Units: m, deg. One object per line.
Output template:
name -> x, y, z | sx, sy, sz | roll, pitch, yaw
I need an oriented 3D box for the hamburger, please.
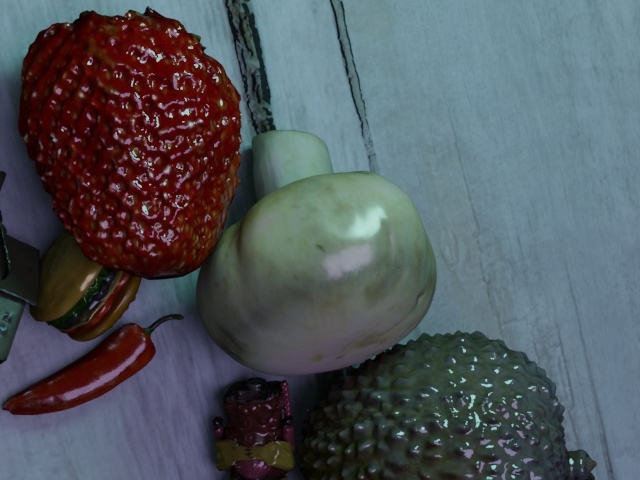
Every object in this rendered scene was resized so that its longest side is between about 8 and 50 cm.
hamburger -> -0.309, 0.055, 1.627 | 0.115, 0.162, 0.162 | 39, 75, -28

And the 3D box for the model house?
model house -> -0.443, 0.011, 1.536 | 0.211, 0.204, 0.243 | 28, 63, -29

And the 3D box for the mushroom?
mushroom -> 0.012, 0.024, 1.707 | 0.353, 0.325, 0.353 | -3, 94, -44

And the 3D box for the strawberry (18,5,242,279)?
strawberry -> -0.217, -0.116, 1.578 | 0.312, 0.267, 0.351 | 9, 59, -43

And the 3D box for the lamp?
lamp -> -0.089, 0.328, 1.802 | 0.118, 0.118, 0.253 | -12, 103, -29

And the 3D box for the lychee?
lychee -> 0.177, 0.324, 1.791 | 0.432, 0.380, 0.381 | -1, 96, 11

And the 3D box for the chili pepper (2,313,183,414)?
chili pepper -> -0.303, 0.174, 1.693 | 0.272, 0.071, 0.063 | -32, 148, -19
